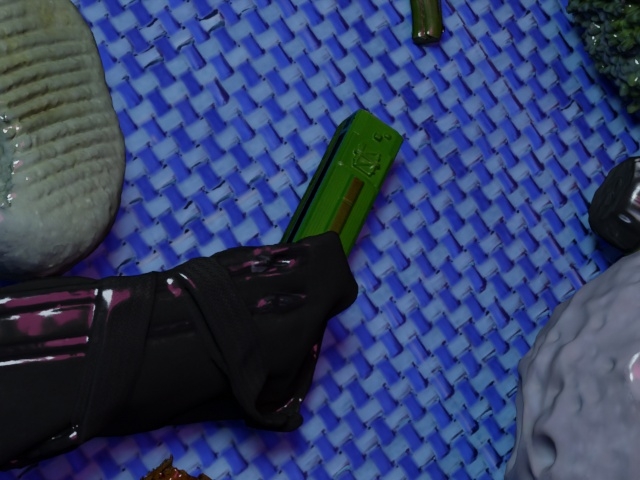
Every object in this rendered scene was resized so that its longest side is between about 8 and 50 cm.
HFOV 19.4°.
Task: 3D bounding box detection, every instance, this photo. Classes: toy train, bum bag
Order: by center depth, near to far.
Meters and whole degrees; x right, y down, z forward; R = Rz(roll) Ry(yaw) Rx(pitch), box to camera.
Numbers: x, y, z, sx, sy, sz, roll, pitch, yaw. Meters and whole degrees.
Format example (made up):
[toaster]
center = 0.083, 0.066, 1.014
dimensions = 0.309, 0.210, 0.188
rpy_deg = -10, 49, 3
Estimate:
[bum bag]
center = -0.114, 0.080, 1.193
dimensions = 0.326, 0.079, 0.142
rpy_deg = -11, 116, -26
[toy train]
center = 0.000, 0.000, 1.325
dimensions = 0.044, 0.042, 0.209
rpy_deg = 33, 59, -12

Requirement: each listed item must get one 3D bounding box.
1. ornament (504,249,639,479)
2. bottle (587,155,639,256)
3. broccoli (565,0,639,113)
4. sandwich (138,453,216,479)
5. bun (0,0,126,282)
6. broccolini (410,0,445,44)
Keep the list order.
[ornament]
center = 0.295, 0.157, 1.244
dimensions = 0.337, 0.337, 0.337
rpy_deg = 10, 67, -24
[bottle]
center = 0.326, 0.027, 1.444
dimensions = 0.260, 0.112, 0.112
rpy_deg = 31, 60, -13
[broccoli]
center = 0.379, -0.152, 1.491
dimensions = 0.375, 0.302, 0.249
rpy_deg = 3, 91, 2
[sandwich]
center = -0.080, 0.242, 1.179
dimensions = 0.159, 0.079, 0.235
rpy_deg = 33, 55, -1
[bun]
center = -0.222, -0.072, 1.185
dimensions = 0.204, 0.126, 0.213
rpy_deg = 9, 66, -52
[broccolini]
center = 0.010, -0.264, 1.429
dimensions = 0.123, 0.062, 0.272
rpy_deg = -28, 88, -23
